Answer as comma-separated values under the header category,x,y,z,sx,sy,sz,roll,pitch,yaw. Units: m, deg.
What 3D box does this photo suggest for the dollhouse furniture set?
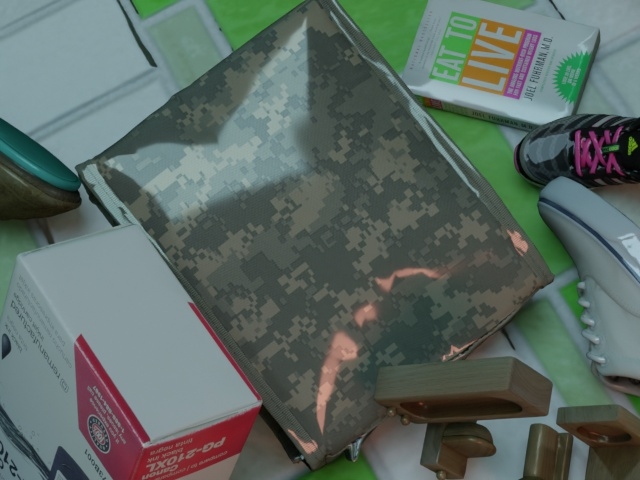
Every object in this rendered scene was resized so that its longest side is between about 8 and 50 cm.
category,x,y,z,sx,sy,sz,roll,pitch,yaw
dollhouse furniture set,0.128,0.166,1.130,0.144,0.151,0.123,-9,59,40

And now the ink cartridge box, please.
category,x,y,z,sx,sy,sz,roll,pitch,yaw
ink cartridge box,-0.152,0.134,1.152,0.100,0.237,0.172,-17,57,-35

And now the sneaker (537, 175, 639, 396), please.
category,x,y,z,sx,sy,sz,roll,pitch,yaw
sneaker,0.228,0.059,1.204,0.091,0.094,0.258,-39,58,1

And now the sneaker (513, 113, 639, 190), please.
category,x,y,z,sx,sy,sz,roll,pitch,yaw
sneaker,0.233,-0.070,1.269,0.170,0.075,0.063,1,87,10

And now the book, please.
category,x,y,z,sx,sy,sz,roll,pitch,yaw
book,0.147,-0.143,1.358,0.144,0.035,0.096,15,72,16

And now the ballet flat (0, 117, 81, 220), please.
category,x,y,z,sx,sy,sz,roll,pitch,yaw
ballet flat,-0.336,-0.091,1.392,0.342,0.116,0.124,41,98,26

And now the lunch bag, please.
category,x,y,z,sx,sy,sz,roll,pitch,yaw
lunch bag,0.000,0.000,1.230,0.235,0.169,0.287,-38,84,-8
